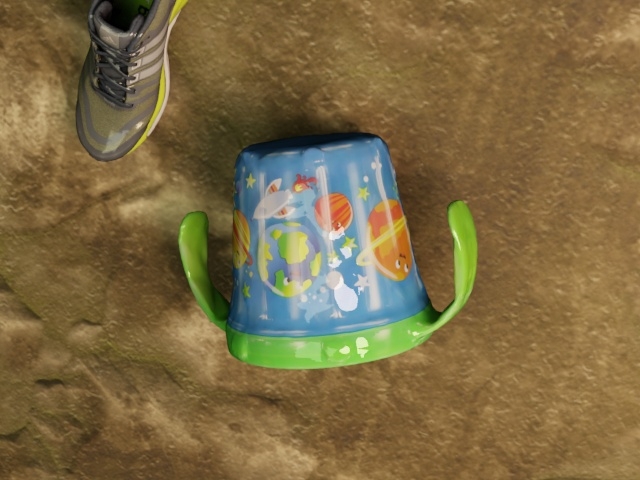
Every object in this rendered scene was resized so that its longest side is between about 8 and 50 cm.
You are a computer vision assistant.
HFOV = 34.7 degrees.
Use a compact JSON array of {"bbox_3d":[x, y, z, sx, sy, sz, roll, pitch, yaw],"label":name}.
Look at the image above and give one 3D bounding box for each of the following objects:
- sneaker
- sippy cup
[{"bbox_3d":[-0.220,-0.220,1.129,0.111,0.121,0.300,22,115,6],"label":"sneaker"},{"bbox_3d":[0.000,0.000,1.116,0.305,0.240,0.224,-8,99,-8],"label":"sippy cup"}]
